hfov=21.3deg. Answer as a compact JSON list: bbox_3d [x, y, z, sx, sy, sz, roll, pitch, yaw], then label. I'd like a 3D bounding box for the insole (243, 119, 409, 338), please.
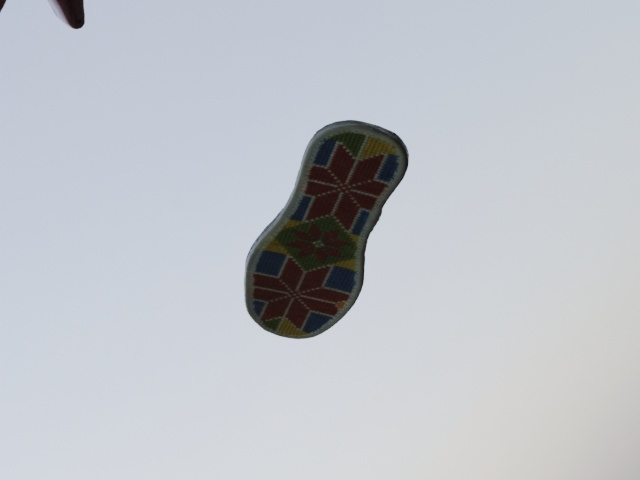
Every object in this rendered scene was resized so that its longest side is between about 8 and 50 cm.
[{"bbox_3d":[0.000,0.000,0.889,0.193,0.065,0.006,115,165,-52],"label":"insole"}]

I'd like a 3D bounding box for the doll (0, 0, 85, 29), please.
[{"bbox_3d":[-0.174,-0.233,1.049,0.262,0.093,0.211,-2,-62,-30],"label":"doll"}]
